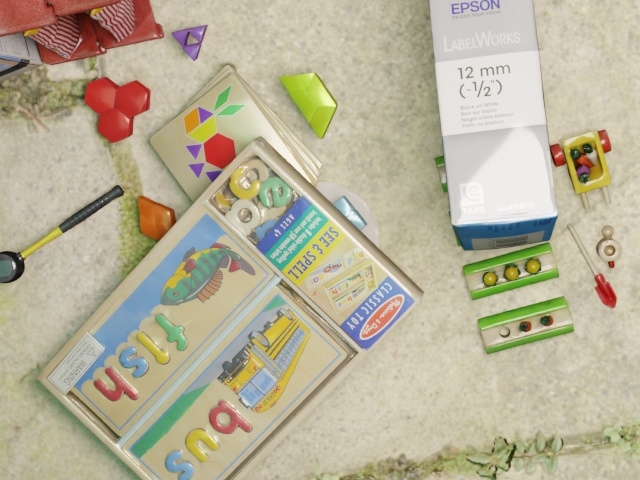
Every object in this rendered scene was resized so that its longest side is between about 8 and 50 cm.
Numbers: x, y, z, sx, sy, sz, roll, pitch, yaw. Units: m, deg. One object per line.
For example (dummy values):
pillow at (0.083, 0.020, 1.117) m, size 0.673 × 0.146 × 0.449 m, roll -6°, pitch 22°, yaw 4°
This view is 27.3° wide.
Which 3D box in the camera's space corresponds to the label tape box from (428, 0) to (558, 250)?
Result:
label tape box at (0.181, -0.175, 1.408) m, size 0.115 × 0.249 × 0.348 m, roll -4°, pitch 83°, yaw 8°

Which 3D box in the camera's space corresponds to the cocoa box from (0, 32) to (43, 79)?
cocoa box at (-0.537, -0.255, 1.502) m, size 0.347 × 0.228 × 0.231 m, roll -18°, pitch 94°, yaw 6°

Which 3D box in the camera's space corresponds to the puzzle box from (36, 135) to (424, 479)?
puzzle box at (-0.112, 0.115, 1.566) m, size 0.272 × 0.052 × 0.409 m, roll 43°, pitch 104°, yaw 0°

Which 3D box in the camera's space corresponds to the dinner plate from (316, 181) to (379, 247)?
dinner plate at (0.000, 0.000, 1.589) m, size 0.141 × 0.017 × 0.141 m, roll 0°, pitch 94°, yaw 4°

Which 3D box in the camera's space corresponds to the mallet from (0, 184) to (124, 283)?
mallet at (-0.321, -0.009, 1.591) m, size 0.189 × 0.062 × 0.039 m, roll -34°, pitch 93°, yaw 7°

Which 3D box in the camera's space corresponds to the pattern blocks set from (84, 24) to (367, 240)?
pattern blocks set at (-0.105, -0.100, 1.569) m, size 0.285 × 0.026 × 0.325 m, roll -27°, pitch 93°, yaw 14°

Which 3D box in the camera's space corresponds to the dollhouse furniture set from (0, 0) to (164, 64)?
dollhouse furniture set at (-0.317, -0.403, 1.493) m, size 0.152 × 0.201 × 0.374 m, roll -16°, pitch 88°, yaw 6°

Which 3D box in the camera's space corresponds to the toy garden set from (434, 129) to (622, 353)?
toy garden set at (0.263, -0.006, 1.549) m, size 0.203 × 0.049 × 0.244 m, roll -16°, pitch 94°, yaw 6°
